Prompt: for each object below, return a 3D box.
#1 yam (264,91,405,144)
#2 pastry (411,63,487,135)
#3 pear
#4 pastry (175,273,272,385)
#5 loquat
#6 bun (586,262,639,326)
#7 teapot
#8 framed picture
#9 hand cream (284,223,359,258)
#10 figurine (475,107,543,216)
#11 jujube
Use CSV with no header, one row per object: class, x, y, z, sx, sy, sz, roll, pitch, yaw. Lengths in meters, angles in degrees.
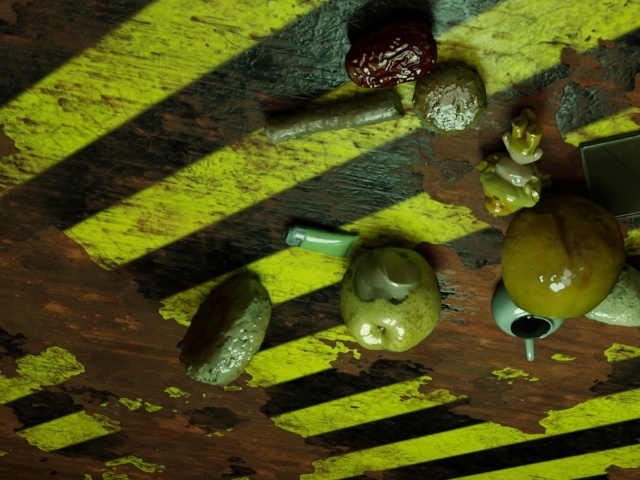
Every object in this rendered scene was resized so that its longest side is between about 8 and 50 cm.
yam,0.023,-0.253,1.592,0.299,0.066,0.066,-9,137,19
pastry,0.254,-0.277,1.514,0.153,0.081,0.153,8,142,6
pear,0.172,0.149,1.905,0.271,0.271,0.271,4,140,4
pastry,-0.249,0.250,2.049,0.136,0.330,0.329,32,134,-25
loquat,0.534,0.043,1.693,0.276,0.276,0.284,4,119,4
bun,0.702,0.114,1.842,0.220,0.220,0.134,9,109,-2
teapot,0.536,0.177,1.971,0.193,0.129,0.294,-3,139,11
framed picture,0.675,-0.134,1.663,0.189,0.023,0.260,-12,136,21
hand cream,0.000,0.000,1.914,0.175,0.046,0.095,11,140,-14
figurine,0.406,-0.153,1.609,0.156,0.131,0.246,36,146,20
jujube,0.129,-0.344,1.435,0.176,0.109,0.112,-12,103,25
